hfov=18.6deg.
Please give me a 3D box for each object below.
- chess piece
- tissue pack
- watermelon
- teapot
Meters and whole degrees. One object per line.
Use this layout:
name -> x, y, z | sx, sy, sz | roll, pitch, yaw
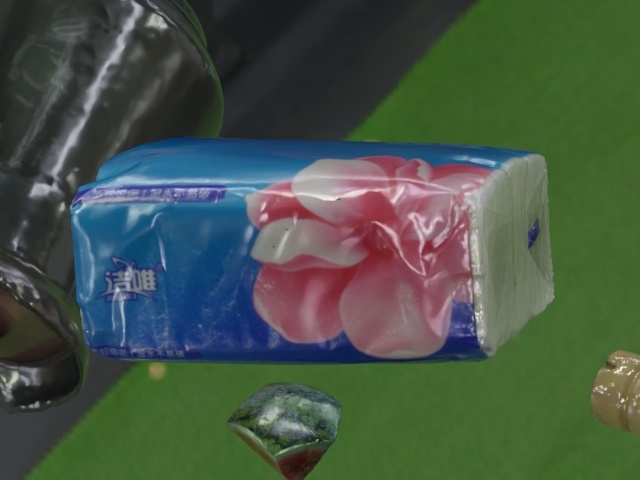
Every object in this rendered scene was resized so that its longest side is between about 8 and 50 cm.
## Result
chess piece -> 0.224, 0.104, 1.162 | 0.122, 0.066, 0.066 | 18, 52, 38
tissue pack -> 0.000, 0.000, 1.259 | 0.269, 0.137, 0.209 | -1, 8, 20
watermelon -> -0.025, 0.154, 1.613 | 0.092, 0.072, 0.084 | -25, 62, -30
teapot -> -0.262, -0.073, 1.632 | 0.305, 0.376, 0.362 | 9, 58, 11
